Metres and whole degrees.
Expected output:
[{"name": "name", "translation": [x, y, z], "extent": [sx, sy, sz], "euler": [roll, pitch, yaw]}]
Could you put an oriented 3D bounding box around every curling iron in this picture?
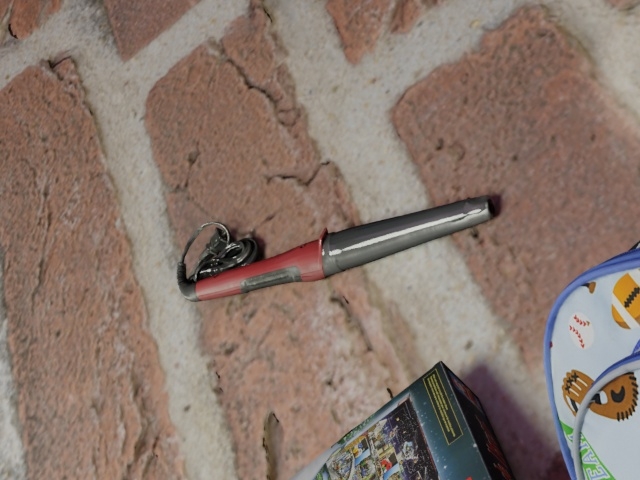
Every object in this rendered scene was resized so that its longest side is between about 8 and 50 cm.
[{"name": "curling iron", "translation": [0.000, 0.000, 0.883], "extent": [0.274, 0.035, 0.068], "euler": [-12, 57, 33]}]

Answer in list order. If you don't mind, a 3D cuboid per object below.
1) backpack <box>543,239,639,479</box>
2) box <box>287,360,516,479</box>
[{"name": "backpack", "translation": [0.226, 0.090, 0.503], "extent": [0.213, 0.277, 0.263], "euler": [-21, 11, -32]}, {"name": "box", "translation": [0.046, 0.190, 0.671], "extent": [0.159, 0.044, 0.233], "euler": [-39, 27, 12]}]
